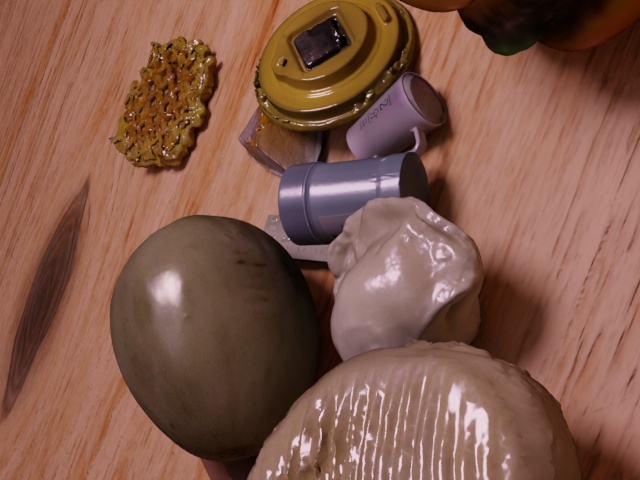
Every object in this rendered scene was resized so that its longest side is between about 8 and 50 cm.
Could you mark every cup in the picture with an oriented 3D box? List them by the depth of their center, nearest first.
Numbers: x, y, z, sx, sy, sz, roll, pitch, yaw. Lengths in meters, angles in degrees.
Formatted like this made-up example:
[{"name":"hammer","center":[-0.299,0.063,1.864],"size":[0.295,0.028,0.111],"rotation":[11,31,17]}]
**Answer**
[{"name":"cup","center":[0.093,-0.132,0.999],"size":[0.116,0.074,0.104],"rotation":[-38,49,37]}]

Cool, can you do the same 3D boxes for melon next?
[{"name":"melon","center":[-0.125,0.110,1.015],"size":[0.272,0.272,0.307],"rotation":[-27,87,39]},{"name":"melon","center":[-0.067,-0.158,1.174],"size":[0.139,0.093,0.202],"rotation":[-31,48,47]}]

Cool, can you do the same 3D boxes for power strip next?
[{"name":"power strip","center":[0.000,0.000,1.085],"size":[0.253,0.027,0.060],"rotation":[3,78,48]}]

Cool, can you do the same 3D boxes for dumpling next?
[{"name":"dumpling","center":[0.076,0.053,0.882],"size":[0.258,0.147,0.193],"rotation":[-50,55,47]}]

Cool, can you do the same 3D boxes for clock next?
[{"name":"clock","center":[0.008,-0.250,1.088],"size":[0.237,0.057,0.236],"rotation":[-13,56,20]}]

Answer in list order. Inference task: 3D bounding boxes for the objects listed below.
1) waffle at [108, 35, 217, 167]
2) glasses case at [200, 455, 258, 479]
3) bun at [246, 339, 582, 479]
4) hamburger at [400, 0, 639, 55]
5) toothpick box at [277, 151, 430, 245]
[{"name":"waffle","center":[-0.275,-0.241,1.460],"size":[0.254,0.052,0.245],"rotation":[18,88,48]},{"name":"glasses case","center":[-0.107,0.294,1.078],"size":[0.193,0.070,0.102],"rotation":[52,142,42]},{"name":"bun","center":[0.082,0.266,0.722],"size":[0.362,0.235,0.326],"rotation":[-47,31,17]},{"name":"hamburger","center":[0.214,-0.359,0.740],"size":[0.396,0.278,0.395],"rotation":[-166,90,-80]},{"name":"toothpick box","center":[0.040,-0.047,0.971],"size":[0.153,0.101,0.101],"rotation":[-3,73,27]}]
